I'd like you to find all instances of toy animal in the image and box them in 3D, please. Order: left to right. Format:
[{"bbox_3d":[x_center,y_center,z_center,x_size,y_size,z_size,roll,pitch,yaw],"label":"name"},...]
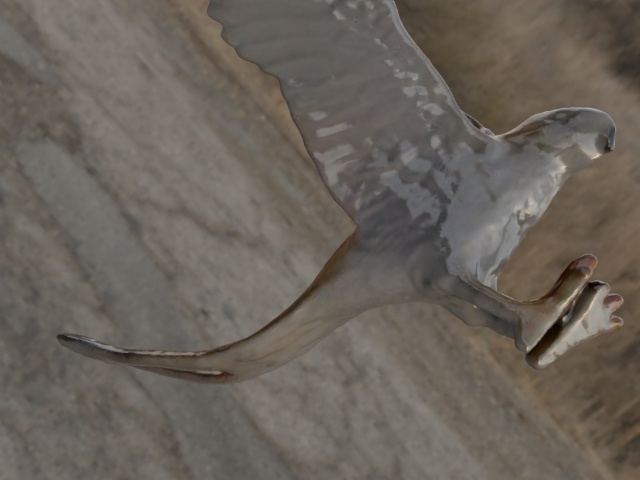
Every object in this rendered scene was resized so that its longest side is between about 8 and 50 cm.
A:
[{"bbox_3d":[0.018,0.007,0.785,0.302,0.284,0.225,28,-7,35],"label":"toy animal"}]
